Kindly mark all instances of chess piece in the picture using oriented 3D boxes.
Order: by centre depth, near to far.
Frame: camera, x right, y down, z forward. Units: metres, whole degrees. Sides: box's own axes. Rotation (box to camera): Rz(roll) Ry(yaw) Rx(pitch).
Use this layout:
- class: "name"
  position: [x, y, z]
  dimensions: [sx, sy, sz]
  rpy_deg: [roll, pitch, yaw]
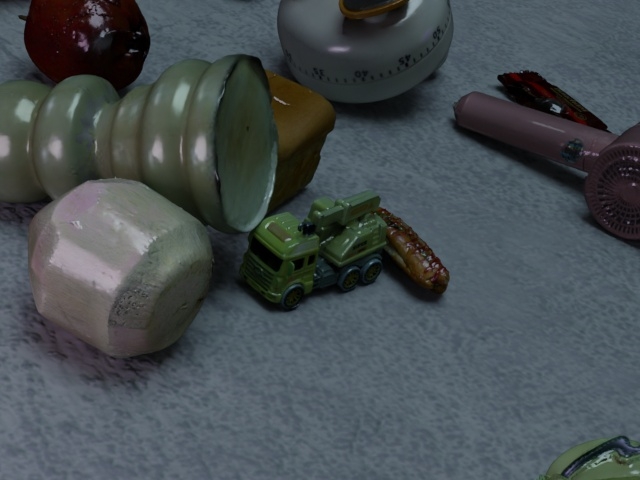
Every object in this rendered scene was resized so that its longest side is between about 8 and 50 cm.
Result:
- class: "chess piece"
  position: [-0.224, -0.103, 1.635]
  dimensions: [0.330, 0.182, 0.182]
  rpy_deg: [2, 29, 20]

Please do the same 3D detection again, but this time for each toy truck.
- class: "toy truck"
  position: [0.000, 0.000, 1.666]
  dimensions: [0.169, 0.100, 0.077]
  rpy_deg: [-16, 41, -38]

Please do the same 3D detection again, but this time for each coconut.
- class: "coconut"
  position: [-0.199, 0.017, 1.507]
  dimensions: [0.183, 0.171, 0.171]
  rpy_deg: [33, 37, 20]

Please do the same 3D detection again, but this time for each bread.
- class: "bread"
  position: [-0.098, -0.114, 1.774]
  dimensions: [0.160, 0.140, 0.169]
  rpy_deg: [32, 37, 16]

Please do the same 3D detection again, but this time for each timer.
- class: "timer"
  position: [0.065, -0.274, 2.064]
  dimensions: [0.233, 0.240, 0.233]
  rpy_deg: [-8, 50, 10]

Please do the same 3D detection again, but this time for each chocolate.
- class: "chocolate"
  position: [0.323, -0.184, 2.135]
  dimensions: [0.086, 0.028, 0.182]
  rpy_deg: [-9, 38, -35]

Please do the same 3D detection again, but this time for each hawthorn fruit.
- class: "hawthorn fruit"
  position: [-0.293, -0.249, 1.902]
  dimensions: [0.172, 0.148, 0.148]
  rpy_deg: [10, 31, 17]

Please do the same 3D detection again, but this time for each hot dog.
- class: "hot dog"
  position: [0.097, 0.009, 1.733]
  dimensions: [0.062, 0.038, 0.144]
  rpy_deg: [27, 15, -48]

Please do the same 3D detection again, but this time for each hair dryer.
- class: "hair dryer"
  position: [0.333, -0.133, 1.994]
  dimensions: [0.352, 0.125, 0.210]
  rpy_deg: [23, 32, 26]

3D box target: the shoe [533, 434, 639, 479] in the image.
- class: "shoe"
  position: [0.313, 0.237, 1.389]
  dimensions: [0.262, 0.140, 0.128]
  rpy_deg: [1, 40, -13]
